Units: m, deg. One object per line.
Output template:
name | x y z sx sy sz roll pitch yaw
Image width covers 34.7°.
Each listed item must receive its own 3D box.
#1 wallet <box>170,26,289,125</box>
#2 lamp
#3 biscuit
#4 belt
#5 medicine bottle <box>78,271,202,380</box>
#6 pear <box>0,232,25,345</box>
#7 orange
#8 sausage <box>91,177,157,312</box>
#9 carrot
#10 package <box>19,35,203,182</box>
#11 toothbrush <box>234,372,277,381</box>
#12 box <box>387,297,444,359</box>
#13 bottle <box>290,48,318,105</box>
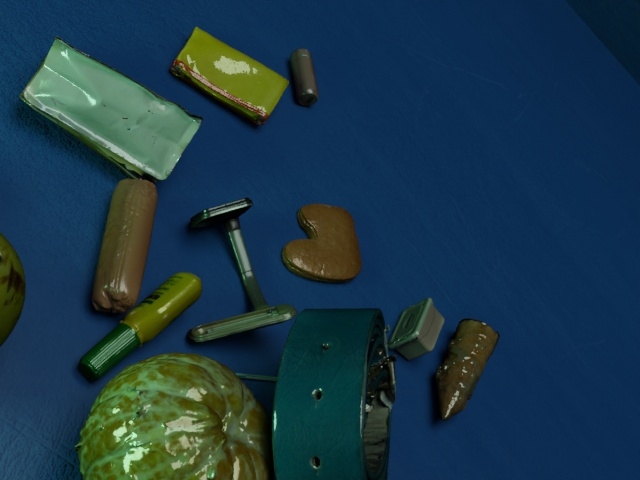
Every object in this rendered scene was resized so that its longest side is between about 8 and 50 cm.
wallet | -0.202 -0.353 2.236 0.241 0.067 0.141 30 51 -9
lamp | -0.189 0.062 1.928 0.203 0.124 0.283 -15 70 -20
biscuit | 0.000 0.000 2.143 0.186 0.036 0.192 11 53 -28
belt | 0.029 0.280 1.708 0.436 0.173 0.300 -57 144 -67
medicine bottle | -0.310 0.148 1.771 0.260 0.095 0.064 -44 106 -36
pear | -0.576 0.068 1.509 0.283 0.283 0.283 19 50 -24
orange | -0.210 0.331 1.574 0.329 0.249 0.329 34 41 -35
sausage | -0.351 0.005 1.845 0.086 0.086 0.289 22 48 -22
carrot | 0.293 0.275 2.116 0.102 0.102 0.263 37 46 -8
package | -0.409 -0.238 1.960 0.311 0.221 0.165 31 86 -17
toothbrush | -0.144 0.246 1.875 0.167 0.011 0.014 10 49 -30
box | 0.202 0.186 2.120 0.062 0.089 0.122 45 44 -16
bottle | -0.038 -0.381 2.377 0.053 0.053 0.140 11 54 -30
